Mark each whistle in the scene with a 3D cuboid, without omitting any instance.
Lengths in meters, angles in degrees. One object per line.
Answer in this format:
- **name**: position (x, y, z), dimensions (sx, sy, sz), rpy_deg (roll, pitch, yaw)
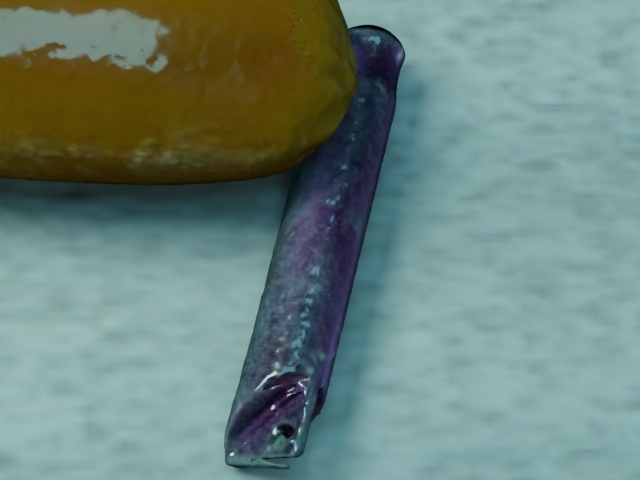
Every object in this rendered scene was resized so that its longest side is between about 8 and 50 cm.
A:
- **whistle**: position (0.000, 0.000, 0.634), dimensions (0.033, 0.033, 0.176), rpy_deg (16, 67, -3)

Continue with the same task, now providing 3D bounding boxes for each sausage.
- **sausage**: position (-0.105, -0.068, 0.614), dimensions (0.238, 0.098, 0.098), rpy_deg (2, 68, -6)
